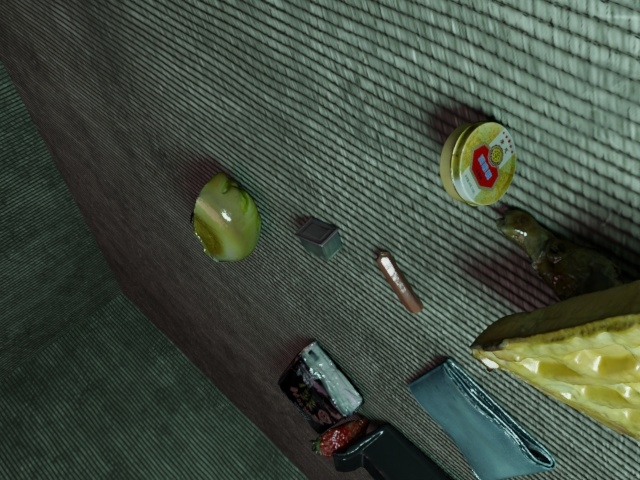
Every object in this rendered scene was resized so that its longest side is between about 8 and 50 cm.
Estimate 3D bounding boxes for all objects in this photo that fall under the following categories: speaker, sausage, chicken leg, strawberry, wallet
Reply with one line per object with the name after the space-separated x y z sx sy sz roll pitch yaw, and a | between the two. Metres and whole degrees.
0.233 0.701 1.510 0.388 0.184 0.180 36 151 35 | speaker
0.153 0.082 1.043 0.147 0.030 0.035 56 151 -12 | sausage
0.310 0.024 0.695 0.198 0.085 0.069 48 180 34 | chicken leg
0.063 0.613 1.643 0.140 0.192 0.085 -42 59 32 | strawberry
0.327 0.401 1.163 0.290 0.054 0.251 45 151 13 | wallet

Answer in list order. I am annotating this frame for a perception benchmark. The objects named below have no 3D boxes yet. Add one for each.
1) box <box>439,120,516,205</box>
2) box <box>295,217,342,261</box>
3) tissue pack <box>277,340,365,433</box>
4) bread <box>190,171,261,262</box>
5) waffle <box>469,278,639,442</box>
0.198 -0.097 0.671 0.037 0.105 0.105 18 139 55 | box
0.000 0.000 1.142 0.084 0.060 0.063 22 146 41 | box
-0.007 0.463 1.672 0.245 0.123 0.332 49 150 13 | tissue pack
-0.215 -0.044 1.321 0.156 0.158 0.261 35 150 6 | bread
0.395 0.166 0.623 0.348 0.077 0.304 29 156 -9 | waffle
